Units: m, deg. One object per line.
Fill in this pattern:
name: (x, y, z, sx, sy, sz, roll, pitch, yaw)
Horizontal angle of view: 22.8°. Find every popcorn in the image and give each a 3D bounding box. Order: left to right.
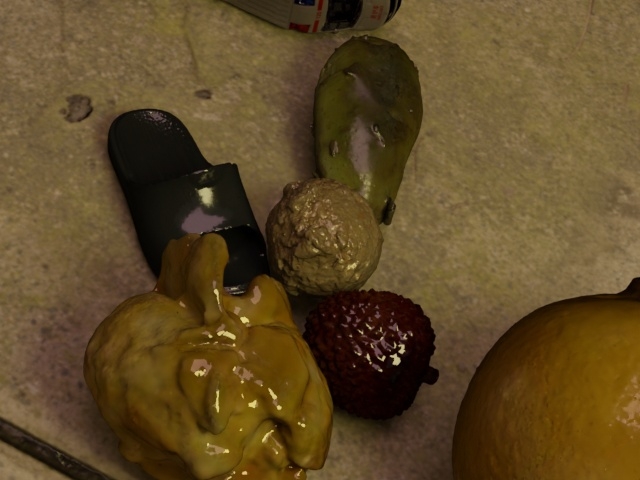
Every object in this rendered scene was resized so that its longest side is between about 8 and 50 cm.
popcorn: (-0.098, 0.120, 1.364, 0.190, 0.191, 0.254, -22, 55, 2)

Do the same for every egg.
egg: (0.000, 0.000, 1.508, 0.118, 0.140, 0.116, 39, 92, -24)

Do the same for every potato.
potato: (0.046, -0.114, 1.629, 0.117, 0.090, 0.226, 14, 59, -13)

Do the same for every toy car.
toy car: (-0.018, -0.282, 1.736, 0.209, 0.089, 0.108, 25, 52, 6)

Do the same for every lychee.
lychee: (0.046, 0.099, 1.449, 0.129, 0.123, 0.123, 43, 53, -6)

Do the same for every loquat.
loquat: (0.266, 0.210, 1.323, 0.328, 0.328, 0.360, 13, 84, -6)

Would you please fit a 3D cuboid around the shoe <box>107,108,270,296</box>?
shoe: (-0.131, -0.050, 1.533, 0.108, 0.093, 0.241, -16, 58, -26)
